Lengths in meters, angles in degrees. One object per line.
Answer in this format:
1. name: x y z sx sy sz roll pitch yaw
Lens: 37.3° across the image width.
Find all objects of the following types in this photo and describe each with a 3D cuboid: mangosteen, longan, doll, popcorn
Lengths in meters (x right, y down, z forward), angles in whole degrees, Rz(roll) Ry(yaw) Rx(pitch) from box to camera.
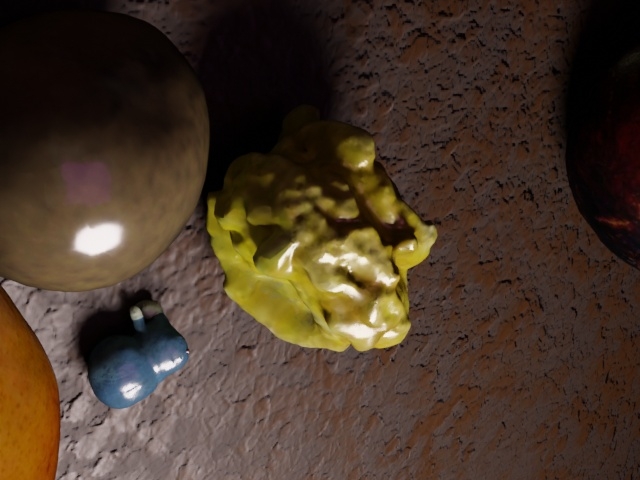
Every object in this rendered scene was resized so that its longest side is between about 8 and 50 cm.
1. mangosteen: 0.419 -0.096 0.993 0.330 0.330 0.330 -19 121 -35
2. longan: -0.152 -0.057 0.590 0.187 0.167 0.167 -53 136 -24
3. doll: -0.146 0.092 0.749 0.083 0.050 0.076 -34 125 -23
4. popcorn: 0.005 -0.003 0.750 0.155 0.198 0.197 -39 131 -23

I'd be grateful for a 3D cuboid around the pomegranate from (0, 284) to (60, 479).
1. pomegranate: -0.292 0.111 0.462 0.319 0.319 0.319 -19 121 -35
